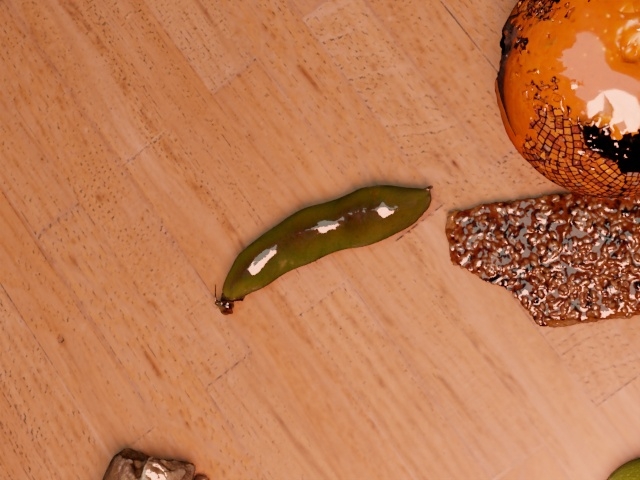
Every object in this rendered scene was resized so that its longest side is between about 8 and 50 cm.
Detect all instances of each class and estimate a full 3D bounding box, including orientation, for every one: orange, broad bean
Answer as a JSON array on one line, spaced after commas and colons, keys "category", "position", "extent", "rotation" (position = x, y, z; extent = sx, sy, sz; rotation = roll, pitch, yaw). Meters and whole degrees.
[{"category": "orange", "position": [0.276, -0.156, 1.234], "extent": [0.234, 0.182, 0.234], "rotation": [-1, 75, 4]}, {"category": "broad bean", "position": [-0.002, -0.004, 1.348], "extent": [0.254, 0.046, 0.065], "rotation": [-26, 84, 11]}]

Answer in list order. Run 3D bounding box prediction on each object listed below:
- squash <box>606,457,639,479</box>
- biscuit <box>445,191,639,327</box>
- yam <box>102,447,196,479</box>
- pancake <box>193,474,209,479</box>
[{"category": "squash", "position": [0.438, 0.247, 1.177], "extent": [0.378, 0.101, 0.101], "rotation": [6, 84, 19]}, {"category": "biscuit", "position": [0.242, 0.017, 1.293], "extent": [0.236, 0.026, 0.131], "rotation": [-8, 79, 12]}, {"category": "yam", "position": [-0.211, 0.332, 1.338], "extent": [0.093, 0.093, 0.259], "rotation": [22, 89, 16]}, {"category": "pancake", "position": [-0.044, 0.296, 1.334], "extent": [0.190, 0.020, 0.184], "rotation": [-30, 76, 10]}]
